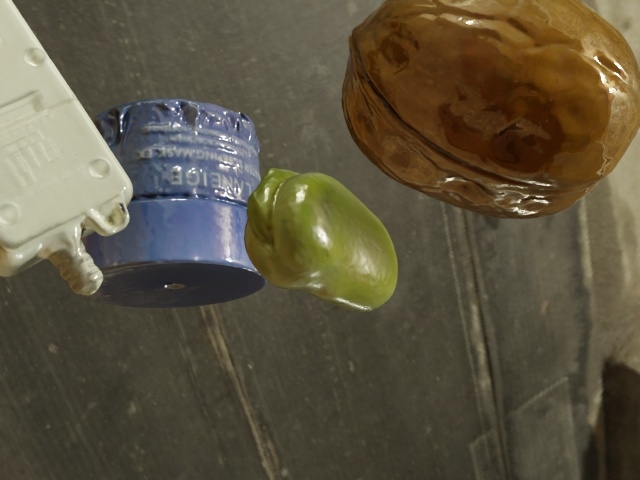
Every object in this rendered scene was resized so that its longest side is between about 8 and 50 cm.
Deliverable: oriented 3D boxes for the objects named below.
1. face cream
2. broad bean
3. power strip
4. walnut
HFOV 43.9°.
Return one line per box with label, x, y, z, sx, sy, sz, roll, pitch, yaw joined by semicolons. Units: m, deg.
face cream;-0.198;-0.043;1.052;0.249;0.249;0.225;5;70;-33
broad bean;0.000;0.000;0.715;0.174;0.082;0.125;23;52;-53
power strip;-0.229;-0.110;0.498;0.098;0.058;0.338;-33;88;-30
walnut;0.115;-0.101;0.545;0.207;0.167;0.167;19;98;-7
